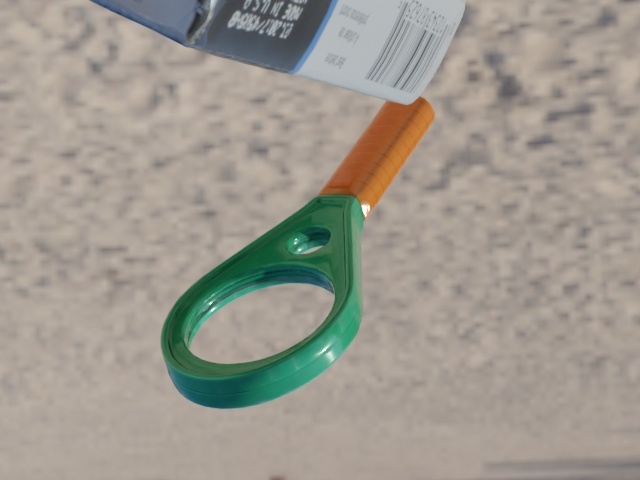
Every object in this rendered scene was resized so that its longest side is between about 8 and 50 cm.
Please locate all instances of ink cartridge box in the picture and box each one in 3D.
[{"bbox_3d":[-0.118,-0.144,0.640,0.307,0.072,0.303,25,-171,13],"label":"ink cartridge box"}]

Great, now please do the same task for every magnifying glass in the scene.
[{"bbox_3d":[0.000,0.000,0.876,0.092,0.026,0.231,1,-142,30],"label":"magnifying glass"}]
